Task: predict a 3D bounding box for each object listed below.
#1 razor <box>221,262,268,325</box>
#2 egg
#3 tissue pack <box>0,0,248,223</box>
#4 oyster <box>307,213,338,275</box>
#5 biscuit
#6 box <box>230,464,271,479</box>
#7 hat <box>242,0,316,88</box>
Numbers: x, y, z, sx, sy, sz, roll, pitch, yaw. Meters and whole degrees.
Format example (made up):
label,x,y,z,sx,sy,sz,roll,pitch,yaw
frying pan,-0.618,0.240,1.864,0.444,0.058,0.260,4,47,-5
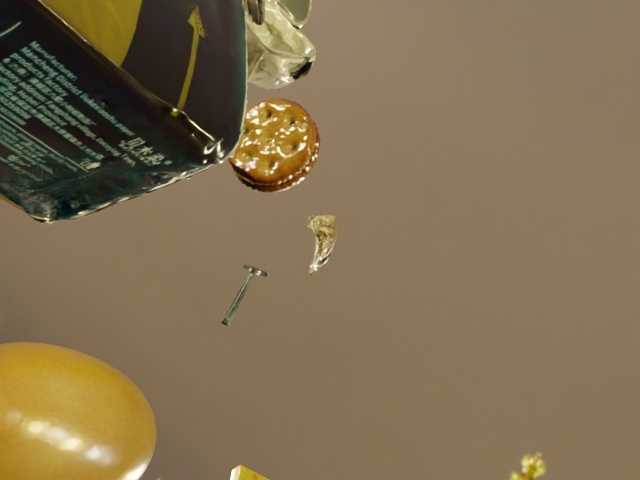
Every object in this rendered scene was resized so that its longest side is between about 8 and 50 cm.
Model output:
label,x,y,z,sx,sy,sz,roll,pitch,yaw
razor,-0.182,0.121,1.784,0.066,0.190,0.033,23,-43,4
egg,-0.391,0.268,1.068,0.323,0.250,0.250,8,-24,-16
tissue pack,-0.279,-0.214,0.625,0.264,0.253,0.416,-16,-28,24
oyster,0.000,0.001,1.371,0.056,0.105,0.177,8,-17,-2
biscuit,-0.106,-0.213,1.732,0.221,0.220,0.066,23,-13,25
box,-0.077,0.596,1.620,0.279,0.153,0.041,35,-56,-21
hat,-0.115,-0.420,1.454,0.161,0.232,0.274,-13,-82,21
